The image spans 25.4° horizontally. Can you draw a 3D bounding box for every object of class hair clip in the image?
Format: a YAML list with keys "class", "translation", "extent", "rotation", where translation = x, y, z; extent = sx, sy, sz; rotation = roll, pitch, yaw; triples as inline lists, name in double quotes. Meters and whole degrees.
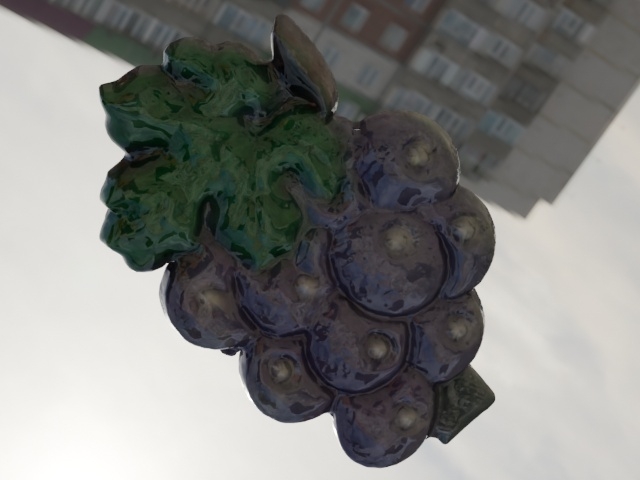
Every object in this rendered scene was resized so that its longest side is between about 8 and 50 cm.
- class: "hair clip"
  translation: [-0.001, 0.000, 0.529]
  extent: [0.195, 0.124, 0.052]
  rotation: [45, -174, -21]
